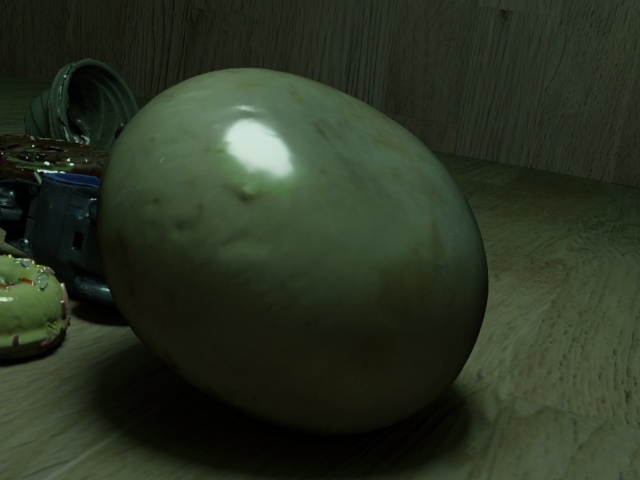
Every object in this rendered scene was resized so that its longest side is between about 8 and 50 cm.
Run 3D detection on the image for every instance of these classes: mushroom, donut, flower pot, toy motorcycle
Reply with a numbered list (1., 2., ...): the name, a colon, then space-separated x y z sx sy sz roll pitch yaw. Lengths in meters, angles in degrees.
1. mushroom: -0.033 0.023 0.825 0.362 0.295 0.362 25 32 -17
2. donut: -0.426 -0.098 1.386 0.269 0.103 0.270 7 10 -1
3. flower pot: -0.438 -0.201 1.659 0.140 0.236 0.235 -12 3 25
4. donut: -0.287 0.060 0.850 0.108 0.065 0.166 10 13 4
5. toy motorcycle: -0.242 -0.003 1.061 0.358 0.125 0.212 19 8 32

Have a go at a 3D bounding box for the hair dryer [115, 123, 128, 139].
1. hair dryer: -0.249 -0.065 1.433 0.050 0.173 0.195 -21 -27 3
